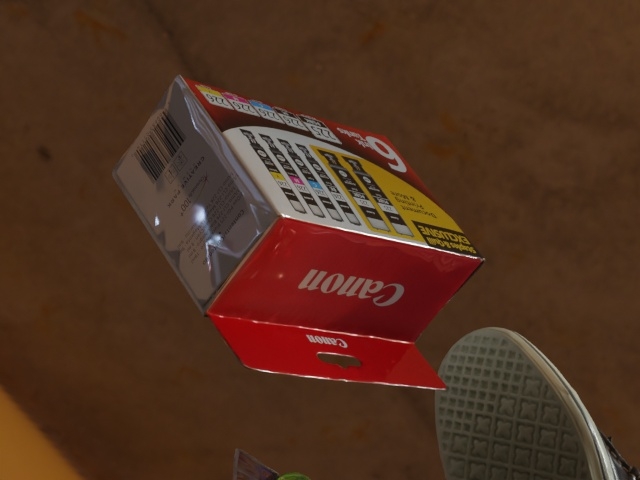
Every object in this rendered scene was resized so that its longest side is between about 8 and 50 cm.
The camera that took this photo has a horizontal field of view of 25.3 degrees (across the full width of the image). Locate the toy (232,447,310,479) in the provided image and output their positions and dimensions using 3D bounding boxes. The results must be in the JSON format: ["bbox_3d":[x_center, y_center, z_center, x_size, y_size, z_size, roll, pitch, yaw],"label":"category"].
[{"bbox_3d":[-0.040,0.298,1.425,0.137,0.056,0.237,29,-30,11],"label":"toy"}]

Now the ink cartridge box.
[{"bbox_3d":[0.000,0.000,1.375,0.309,0.272,0.130,11,-55,-48],"label":"ink cartridge box"}]

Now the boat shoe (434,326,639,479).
[{"bbox_3d":[0.289,0.319,1.557,0.187,0.156,0.500,-40,-110,21],"label":"boat shoe"}]
